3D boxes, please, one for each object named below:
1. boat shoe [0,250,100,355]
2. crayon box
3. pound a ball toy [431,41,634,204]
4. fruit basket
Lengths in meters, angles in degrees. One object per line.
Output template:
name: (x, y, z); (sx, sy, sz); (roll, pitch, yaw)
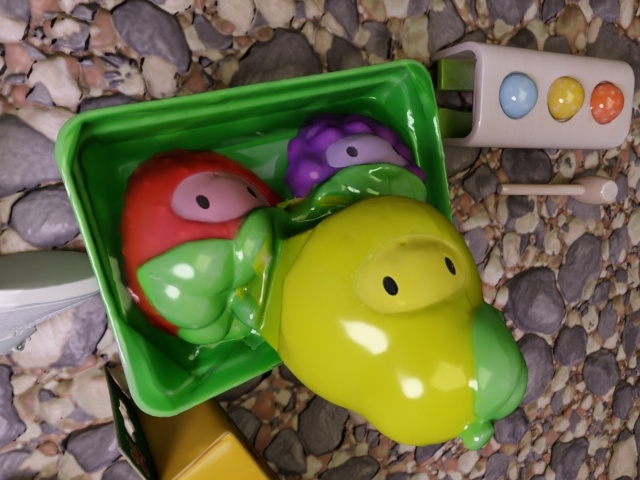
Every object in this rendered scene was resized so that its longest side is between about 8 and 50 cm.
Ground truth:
boat shoe: (-0.317, 0.070, 0.512); (0.228, 0.079, 0.081); (-13, 122, -24)
crayon box: (-0.096, 0.257, 0.568); (0.081, 0.202, 0.318); (-38, 112, -16)
pound a ball toy: (0.312, -0.149, 0.740); (0.319, 0.136, 0.208); (-3, 99, -25)
fruit basket: (0.000, 0.000, 0.469); (0.392, 0.392, 0.282); (-18, 105, -22)
